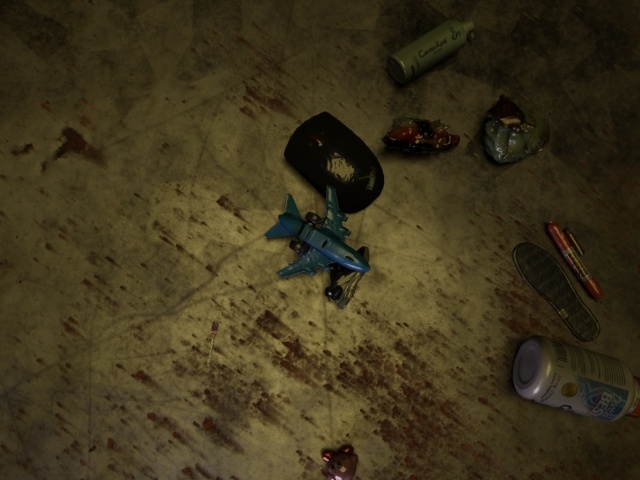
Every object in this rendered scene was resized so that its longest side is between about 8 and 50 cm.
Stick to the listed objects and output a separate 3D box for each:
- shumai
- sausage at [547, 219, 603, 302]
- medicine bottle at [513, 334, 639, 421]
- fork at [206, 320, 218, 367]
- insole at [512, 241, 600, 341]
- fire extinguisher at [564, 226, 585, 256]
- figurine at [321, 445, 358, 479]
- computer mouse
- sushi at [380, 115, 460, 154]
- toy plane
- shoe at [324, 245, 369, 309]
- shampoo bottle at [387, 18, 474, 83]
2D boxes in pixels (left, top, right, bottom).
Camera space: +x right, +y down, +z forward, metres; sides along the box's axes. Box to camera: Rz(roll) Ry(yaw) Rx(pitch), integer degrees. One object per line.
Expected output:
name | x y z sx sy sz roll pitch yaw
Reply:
shumai | 0.525 -0.304 1.333 0.184 0.142 0.184 0 82 -2
sausage | 0.671 0.054 1.341 0.034 0.034 0.253 -32 85 -9
medicine bottle | 0.632 0.340 1.228 0.289 0.157 0.156 17 80 -2
fork | -0.264 0.251 1.237 0.016 0.012 0.115 8 85 0
insole | 0.619 0.132 1.335 0.110 0.012 0.309 -34 85 -11
fire extinguisher | 0.673 0.002 1.357 0.028 0.022 0.083 -22 81 -47
figurine | 0.052 0.527 1.190 0.083 0.071 0.067 -24 125 -1
computer mouse | 0.043 -0.197 1.293 0.269 0.100 0.170 43 77 2
sushi | 0.258 -0.273 1.327 0.226 0.097 0.103 2 86 -20
toy plane | 0.000 0.000 1.224 0.271 0.105 0.254 31 93 23
shoe | 0.056 0.079 1.267 0.099 0.071 0.169 25 80 6
shampoo bottle | 0.307 -0.523 1.377 0.262 0.085 0.085 -34 85 -10
